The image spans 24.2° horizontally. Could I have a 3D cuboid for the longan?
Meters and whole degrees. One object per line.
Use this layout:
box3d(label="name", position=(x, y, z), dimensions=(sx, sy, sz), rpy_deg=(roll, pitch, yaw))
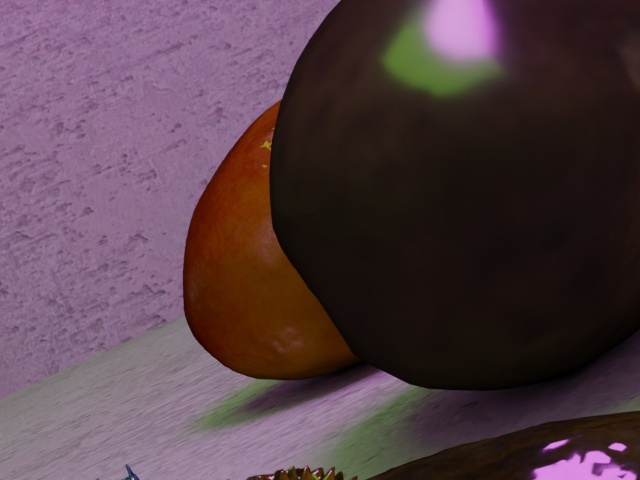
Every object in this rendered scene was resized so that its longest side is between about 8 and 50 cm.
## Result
box3d(label="longan", position=(0.140, -0.069, 1.125), dimensions=(0.404, 0.336, 0.404), rpy_deg=(-36, 5, 3))

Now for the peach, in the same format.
box3d(label="peach", position=(-0.002, -0.003, 1.520), dimensions=(0.307, 0.289, 0.289), rpy_deg=(-18, 4, -5))

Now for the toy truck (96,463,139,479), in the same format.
box3d(label="toy truck", position=(-0.127, 0.202, 1.035), dimensions=(0.063, 0.074, 0.136), rpy_deg=(-25, 4, -11))

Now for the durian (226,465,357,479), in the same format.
box3d(label="durian", position=(-0.064, 0.187, 0.855), dimensions=(0.224, 0.078, 0.140), rpy_deg=(-24, 4, -23))

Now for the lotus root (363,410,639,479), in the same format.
box3d(label="lotus root", position=(0.040, 0.140, 0.396), dimensions=(0.274, 0.160, 0.152), rpy_deg=(-22, -5, 17))
